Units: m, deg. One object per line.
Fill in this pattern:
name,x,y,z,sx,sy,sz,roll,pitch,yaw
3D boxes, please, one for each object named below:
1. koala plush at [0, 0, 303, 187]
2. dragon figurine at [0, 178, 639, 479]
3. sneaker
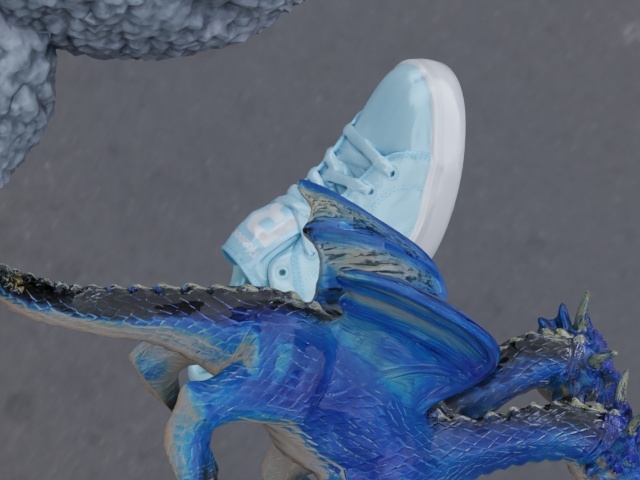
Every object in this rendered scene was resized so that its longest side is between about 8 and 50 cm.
koala plush,-0.045,-0.118,0.458,0.203,0.196,0.221,42,21,-33
dragon figurine,0.009,0.037,0.720,0.289,0.144,0.085,39,11,-30
sneaker,0.000,0.000,1.699,0.150,0.366,0.135,14,16,-40
